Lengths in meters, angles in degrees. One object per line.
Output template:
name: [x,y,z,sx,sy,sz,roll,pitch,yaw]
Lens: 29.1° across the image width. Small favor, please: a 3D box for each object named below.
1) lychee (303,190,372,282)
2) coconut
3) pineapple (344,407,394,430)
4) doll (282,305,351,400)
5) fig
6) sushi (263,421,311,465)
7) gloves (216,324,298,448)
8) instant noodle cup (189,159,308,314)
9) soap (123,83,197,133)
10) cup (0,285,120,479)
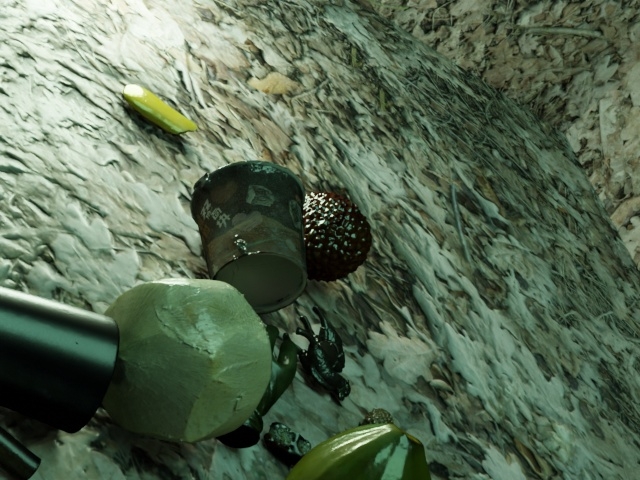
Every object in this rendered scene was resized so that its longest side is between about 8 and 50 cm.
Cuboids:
lychee: [0.000,0.000,2.405,0.188,0.188,0.188,34,28,-21]
coconut: [-0.205,0.175,1.778,0.245,0.245,0.247,53,28,18]
pineapple: [0.078,0.339,2.158,0.058,0.058,0.124,50,40,12]
doll: [0.005,0.210,2.226,0.165,0.057,0.139,54,24,0]
fig: [0.061,0.388,1.796,0.239,0.271,0.239,29,18,-10]
sushi: [-0.056,0.333,1.985,0.083,0.044,0.046,35,49,-13]
gloves: [-0.109,0.221,1.981,0.268,0.135,0.107,-73,156,-60]
instant noodle cup: [-0.120,0.002,2.194,0.217,0.217,0.207,25,38,-35]
soap: [-0.323,-0.256,2.466,0.168,0.033,0.089,36,29,-17]
cup: [-0.377,0.174,1.607,0.177,0.166,0.239,25,31,-28]
